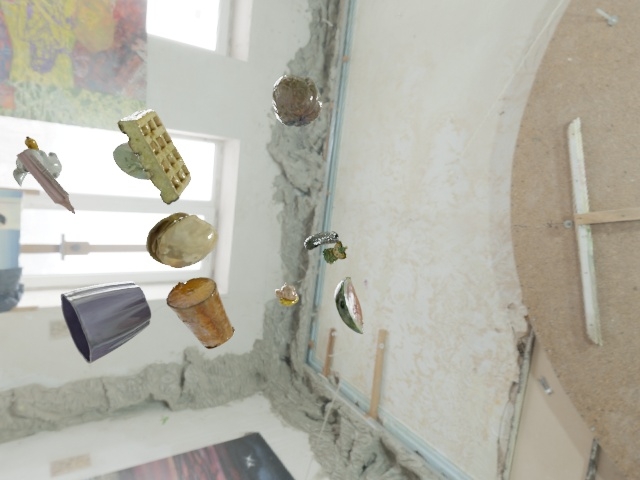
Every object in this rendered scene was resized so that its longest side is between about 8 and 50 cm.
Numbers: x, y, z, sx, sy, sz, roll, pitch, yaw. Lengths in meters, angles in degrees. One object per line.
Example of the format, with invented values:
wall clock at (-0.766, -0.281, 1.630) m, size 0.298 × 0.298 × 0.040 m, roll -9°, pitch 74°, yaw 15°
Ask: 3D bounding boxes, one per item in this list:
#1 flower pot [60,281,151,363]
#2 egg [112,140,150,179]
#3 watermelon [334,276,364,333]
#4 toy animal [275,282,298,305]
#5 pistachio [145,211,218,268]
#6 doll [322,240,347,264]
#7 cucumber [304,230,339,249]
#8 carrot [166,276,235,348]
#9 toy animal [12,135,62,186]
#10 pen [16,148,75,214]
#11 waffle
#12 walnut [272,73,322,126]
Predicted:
flower pot at (-0.774, 0.270, 1.478) m, size 0.265 × 0.243 × 0.265 m, roll 22°, pitch -56°, yaw 38°
egg at (-0.867, -0.384, 1.915) m, size 0.183 × 0.217 × 0.183 m, roll -25°, pitch -124°, yaw 45°
watermelon at (0.118, 0.248, 1.601) m, size 0.063 × 0.119 × 0.245 m, roll -39°, pitch -128°, yaw 39°
toy animal at (-0.134, 0.219, 1.697) m, size 0.114 × 0.091 × 0.082 m, roll 39°, pitch -57°, yaw 57°
pistachio at (-0.585, -0.002, 1.730) m, size 0.229 × 0.321 × 0.237 m, roll 6°, pitch -79°, yaw 29°
doll at (0.073, 0.052, 1.704) m, size 0.113 × 0.077 × 0.078 m, roll -24°, pitch -103°, yaw 14°
cucumber at (-0.001, -0.002, 1.731) m, size 0.067 × 0.245 × 0.067 m, roll 3°, pitch -83°, yaw 28°
carrot at (-0.449, 0.288, 1.536) m, size 0.196 × 0.196 × 0.254 m, roll 34°, pitch -35°, yaw 52°
toy animal at (-0.922, -0.250, 1.305) m, size 0.127 × 0.182 × 0.131 m, roll 38°, pitch -80°, yaw 4°
pen at (-0.721, -0.149, 1.075) m, size 0.053 × 0.032 × 0.197 m, roll -115°, pitch 179°, yaw -59°
waffle at (-0.458, -0.246, 1.151) m, size 0.221 × 0.055 × 0.247 m, roll -106°, pitch 173°, yaw -64°
walnut at (-0.112, -0.669, 1.930) m, size 0.248 × 0.248 × 0.248 m, roll -1°, pitch -91°, yaw 57°
